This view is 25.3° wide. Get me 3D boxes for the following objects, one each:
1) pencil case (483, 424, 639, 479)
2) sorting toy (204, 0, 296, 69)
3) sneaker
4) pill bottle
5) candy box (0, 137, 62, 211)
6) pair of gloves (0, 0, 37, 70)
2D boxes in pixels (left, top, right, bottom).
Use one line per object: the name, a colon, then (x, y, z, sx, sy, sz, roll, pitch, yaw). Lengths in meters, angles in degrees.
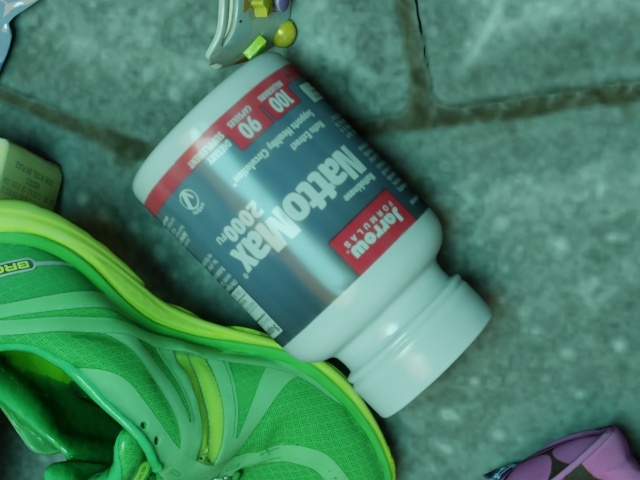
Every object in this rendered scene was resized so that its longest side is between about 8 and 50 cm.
pencil case: (0.169, 0.203, 0.759, 0.098, 0.095, 0.209, -35, 91, -11)
sorting toy: (-0.044, -0.124, 0.739, 0.045, 0.075, 0.083, 9, 109, 16)
sneaker: (-0.090, 0.093, 0.751, 0.296, 0.123, 0.109, 30, 139, -26)
pill bottle: (0.000, 0.000, 0.744, 0.180, 0.108, 0.108, 45, 114, 1)
candy box: (-0.281, 0.085, 0.806, 0.183, 0.087, 0.316, 12, 84, 15)
pair of gloves: (-0.244, -0.169, 0.822, 0.159, 0.023, 0.198, -36, 93, 22)
